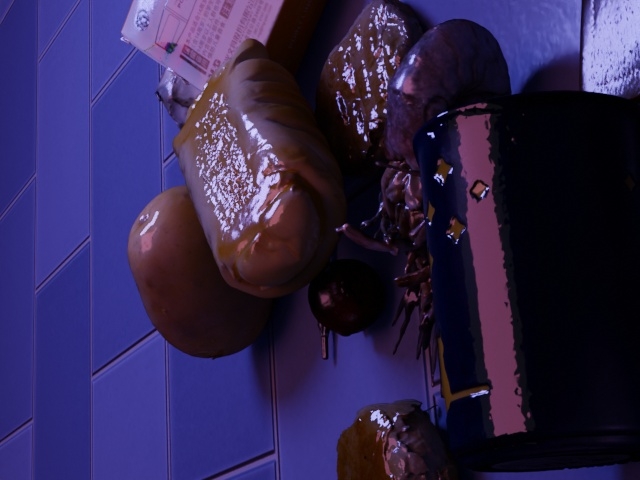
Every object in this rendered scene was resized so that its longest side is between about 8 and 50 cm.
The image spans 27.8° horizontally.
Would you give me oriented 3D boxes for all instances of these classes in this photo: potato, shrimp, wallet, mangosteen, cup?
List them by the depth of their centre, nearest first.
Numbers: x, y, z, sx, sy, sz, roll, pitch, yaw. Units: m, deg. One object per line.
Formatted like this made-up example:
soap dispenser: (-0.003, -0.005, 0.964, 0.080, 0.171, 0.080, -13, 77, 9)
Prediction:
wallet: (0.281, -0.177, 0.949, 0.255, 0.031, 0.137, -19, 67, 60)
cup: (0.184, 0.046, 1.002, 0.178, 0.255, 0.256, -10, 75, 23)
shrimp: (0.098, -0.030, 1.165, 0.116, 0.145, 0.343, 18, 115, 26)
mangosteen: (0.025, 0.058, 1.332, 0.081, 0.081, 0.081, -22, 64, 59)
potato: (-0.135, 0.037, 1.517, 0.150, 0.146, 0.234, -82, -19, -44)

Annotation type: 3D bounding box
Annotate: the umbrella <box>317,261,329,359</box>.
umbrella: (-0.006, 0.000, 1.447, 0.044, 0.044, 0.269, 80, -169, -78)

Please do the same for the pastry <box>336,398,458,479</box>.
pastry: (0.069, 0.222, 1.207, 0.153, 0.081, 0.153, -16, 71, 56)

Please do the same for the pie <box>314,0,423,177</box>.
pie: (0.051, -0.156, 1.369, 0.195, 0.046, 0.195, -28, 58, 58)

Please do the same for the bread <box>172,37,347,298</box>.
bread: (-0.061, -0.067, 1.373, 0.173, 0.121, 0.311, -51, 38, 24)

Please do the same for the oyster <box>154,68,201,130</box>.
oyster: (-0.130, -0.256, 1.671, 0.275, 0.100, 0.271, 51, 121, 20)

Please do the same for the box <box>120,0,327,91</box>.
box: (-0.100, -0.310, 1.529, 0.221, 0.091, 0.274, 39, 115, 25)
